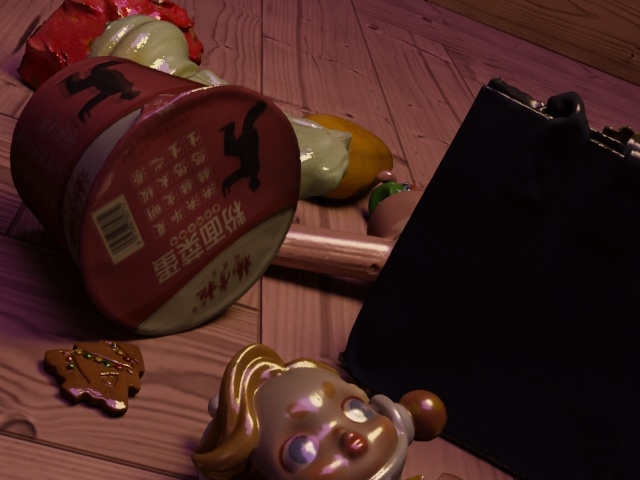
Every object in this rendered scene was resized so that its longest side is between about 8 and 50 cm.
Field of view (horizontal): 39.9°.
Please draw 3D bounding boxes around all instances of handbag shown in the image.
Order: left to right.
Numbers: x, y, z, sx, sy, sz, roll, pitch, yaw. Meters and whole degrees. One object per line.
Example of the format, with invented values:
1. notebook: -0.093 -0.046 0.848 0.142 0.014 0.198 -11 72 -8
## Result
1. handbag: 0.218 0.046 0.798 0.303 0.329 0.122 29 23 8

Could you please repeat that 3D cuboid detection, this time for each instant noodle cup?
1. instant noodle cup: -0.158 -0.057 0.804 0.235 0.234 0.178 -6 30 -46

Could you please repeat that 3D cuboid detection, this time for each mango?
1. mango: 0.028 -0.112 1.197 0.195 0.098 0.137 4 29 -50

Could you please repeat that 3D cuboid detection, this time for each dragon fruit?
1. dragon fruit: -0.240 -0.235 1.164 0.262 0.163 0.189 -7 68 -48

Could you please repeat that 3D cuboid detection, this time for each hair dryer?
1. hair dryer: 0.000 0.000 0.973 0.344 0.106 0.189 11 28 -14

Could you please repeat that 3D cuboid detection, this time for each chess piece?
1. chess piece: -0.114 -0.125 1.000 0.298 0.175 0.176 26 26 10

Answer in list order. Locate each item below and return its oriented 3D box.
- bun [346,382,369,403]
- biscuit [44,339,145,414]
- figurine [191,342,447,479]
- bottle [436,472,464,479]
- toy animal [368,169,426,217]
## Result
1. bun: 0.011 0.148 0.736 0.086 0.055 0.086 19 27 -10
2. biscuit: -0.172 0.104 0.708 0.082 0.016 0.092 32 28 16
3. figurine: 0.033 0.189 0.608 0.274 0.133 0.194 31 49 1
4. bottle: 0.142 0.238 0.681 0.140 0.053 0.053 32 27 14
5. toy animal: 0.169 -0.047 1.187 0.208 0.103 0.100 13 71 -29
